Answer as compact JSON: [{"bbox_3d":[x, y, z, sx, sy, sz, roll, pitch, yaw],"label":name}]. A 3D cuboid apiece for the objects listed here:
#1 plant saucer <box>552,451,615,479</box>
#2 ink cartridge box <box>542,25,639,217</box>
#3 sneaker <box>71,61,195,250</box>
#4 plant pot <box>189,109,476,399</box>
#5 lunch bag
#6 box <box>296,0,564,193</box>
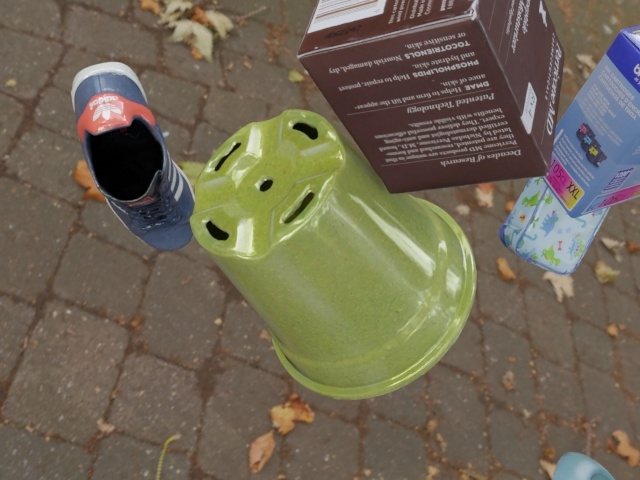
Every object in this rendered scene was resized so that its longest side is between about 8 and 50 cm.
[{"bbox_3d":[0.456,0.497,1.267,0.318,0.044,0.317,30,50,-43],"label":"plant saucer"},{"bbox_3d":[0.582,-0.237,1.374,0.270,0.395,0.151,-17,60,-27],"label":"ink cartridge box"},{"bbox_3d":[-0.261,-0.077,1.142,0.131,0.350,0.148,-21,48,-2],"label":"sneaker"},{"bbox_3d":[0.000,0.000,0.878,0.254,0.276,0.276,48,31,-46],"label":"plant pot"},{"bbox_3d":[0.482,-0.048,1.609,0.176,0.219,0.090,21,10,-22],"label":"lunch bag"},{"bbox_3d":[0.113,-0.174,0.739,0.203,0.167,0.168,49,46,-43],"label":"box"}]
